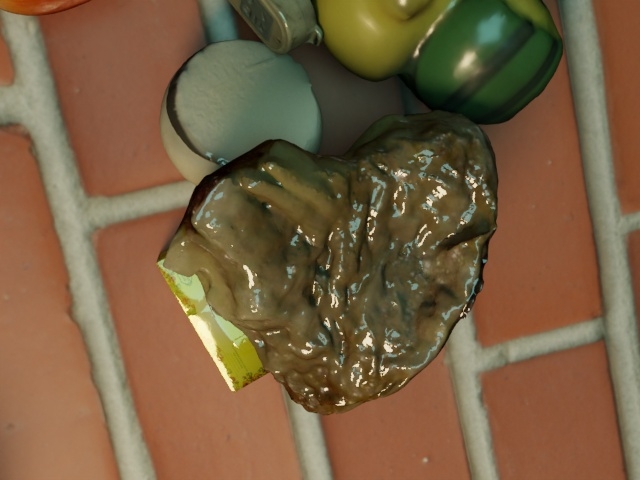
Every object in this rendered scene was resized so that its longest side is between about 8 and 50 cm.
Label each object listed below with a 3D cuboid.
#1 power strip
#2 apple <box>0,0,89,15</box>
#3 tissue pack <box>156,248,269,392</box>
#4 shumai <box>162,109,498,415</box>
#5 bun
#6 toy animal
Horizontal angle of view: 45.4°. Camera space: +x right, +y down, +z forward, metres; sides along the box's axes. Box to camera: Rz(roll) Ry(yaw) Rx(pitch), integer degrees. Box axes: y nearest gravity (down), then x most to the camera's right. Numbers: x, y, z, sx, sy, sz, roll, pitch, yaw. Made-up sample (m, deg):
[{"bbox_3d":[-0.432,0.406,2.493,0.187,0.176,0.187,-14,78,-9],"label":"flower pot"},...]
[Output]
[{"bbox_3d":[-0.100,-0.304,0.783,0.048,0.080,0.286,-39,88,-18],"label":"power strip"},{"bbox_3d":[-0.281,-0.310,0.742,0.199,0.199,0.199,-1,98,-9],"label":"apple"},{"bbox_3d":[-0.103,0.073,0.874,0.095,0.062,0.176,-29,100,-5],"label":"tissue pack"},{"bbox_3d":[-0.003,-0.002,0.774,0.283,0.217,0.346,22,102,-16],"label":"shumai"},{"bbox_3d":[-0.087,-0.117,0.821,0.173,0.120,0.173,5,66,-12],"label":"bun"},{"bbox_3d":[0.096,-0.253,0.805,0.338,0.216,0.191,36,118,-15],"label":"toy animal"}]
